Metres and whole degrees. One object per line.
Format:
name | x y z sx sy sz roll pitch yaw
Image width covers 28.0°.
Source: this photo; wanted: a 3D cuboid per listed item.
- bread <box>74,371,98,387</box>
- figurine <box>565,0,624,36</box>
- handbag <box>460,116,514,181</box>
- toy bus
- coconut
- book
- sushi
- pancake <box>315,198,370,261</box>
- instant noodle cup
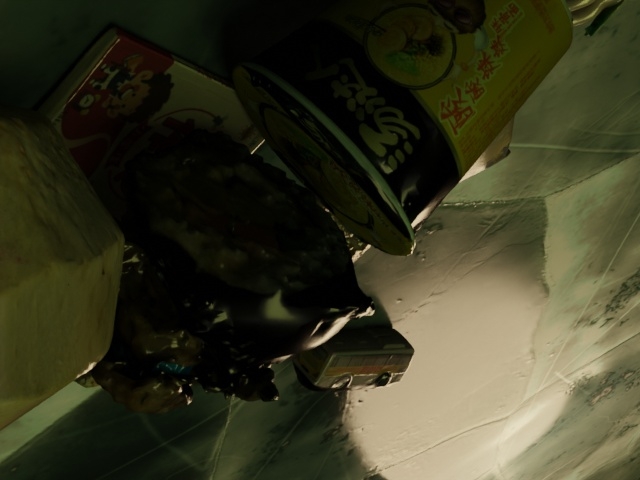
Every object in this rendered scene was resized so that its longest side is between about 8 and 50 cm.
bread | -0.195 0.073 1.214 0.106 0.082 0.125 -21 140 -42
figurine | 0.319 -0.255 1.260 0.187 0.083 0.083 -26 151 4
handbag | 0.135 -0.119 1.248 0.117 0.095 0.173 -31 154 -13
toy bus | 0.044 0.146 1.588 0.172 0.057 0.072 2 126 -47
coconut | -0.266 0.030 0.883 0.259 0.259 0.259 -25 150 -16
book | -0.148 -0.083 1.084 0.162 0.022 0.232 -44 149 17
sushi | -0.101 0.045 1.060 0.218 0.225 0.238 -49 150 19
pancake | 0.001 0.001 1.357 0.152 0.025 0.151 -26 151 -15
instant noodle cup | 0.077 -0.135 1.058 0.236 0.215 0.215 -43 152 -10
